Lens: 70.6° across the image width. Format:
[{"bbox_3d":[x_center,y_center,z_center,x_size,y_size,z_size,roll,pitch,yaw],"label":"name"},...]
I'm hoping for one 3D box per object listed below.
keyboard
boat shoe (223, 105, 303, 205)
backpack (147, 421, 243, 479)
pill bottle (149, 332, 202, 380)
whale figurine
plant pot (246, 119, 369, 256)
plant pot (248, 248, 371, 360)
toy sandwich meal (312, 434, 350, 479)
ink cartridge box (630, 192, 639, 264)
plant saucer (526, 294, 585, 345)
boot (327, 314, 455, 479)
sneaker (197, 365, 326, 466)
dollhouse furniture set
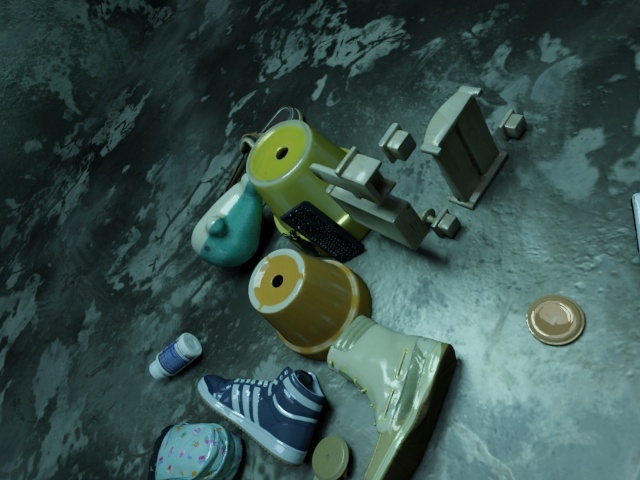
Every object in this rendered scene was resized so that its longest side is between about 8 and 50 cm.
[{"bbox_3d":[0.000,0.000,0.930,0.100,0.192,0.038,-33,38,29],"label":"keyboard"},{"bbox_3d":[-0.160,-0.242,1.233,0.123,0.123,0.341,17,74,40],"label":"boat shoe"},{"bbox_3d":[-0.246,0.431,0.892,0.182,0.115,0.151,-16,53,24],"label":"backpack"},{"bbox_3d":[-0.350,0.282,1.086,0.120,0.067,0.067,-38,48,10],"label":"pill bottle"},{"bbox_3d":[-0.191,-0.046,1.092,0.141,0.216,0.272,41,112,4],"label":"whale figurine"},{"bbox_3d":[-0.025,-0.126,0.992,0.254,0.239,0.253,-17,55,25],"label":"plant pot"},{"bbox_3d":[-0.032,0.111,0.885,0.205,0.188,0.205,-17,54,26],"label":"plant pot"},{"bbox_3d":[0.021,0.387,0.791,0.086,0.029,0.085,-26,40,25],"label":"toy sandwich meal"},{"bbox_3d":[0.612,0.005,0.551,0.371,0.069,0.175,-7,78,34],"label":"ink cartridge box"},{"bbox_3d":[0.370,0.124,0.714,0.084,0.013,0.083,-18,54,26],"label":"plant saucer"},{"bbox_3d":[0.089,0.266,0.768,0.204,0.095,0.261,15,71,39],"label":"boot"},{"bbox_3d":[-0.113,0.295,0.888,0.282,0.099,0.153,21,82,34],"label":"sneaker"},{"bbox_3d":[0.184,-0.185,0.837,0.174,0.303,0.355,29,82,43],"label":"dollhouse furniture set"}]
